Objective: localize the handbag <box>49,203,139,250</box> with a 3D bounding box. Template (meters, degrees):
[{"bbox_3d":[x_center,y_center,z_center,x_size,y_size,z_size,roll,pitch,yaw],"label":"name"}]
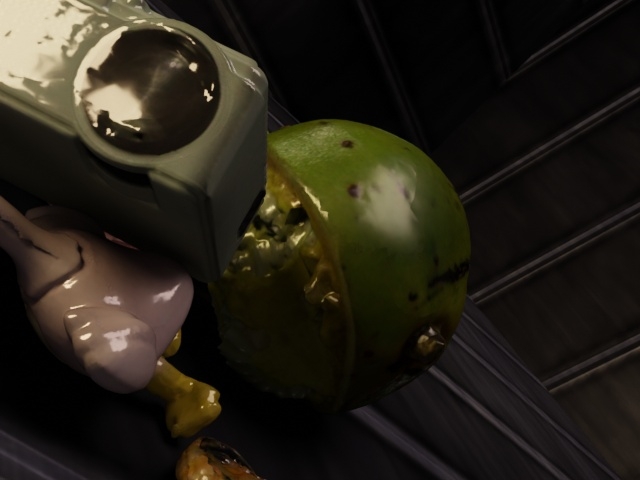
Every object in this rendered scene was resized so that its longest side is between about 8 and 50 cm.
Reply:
[{"bbox_3d":[-0.182,-0.089,0.796,0.179,0.116,0.205,47,10,14],"label":"handbag"}]

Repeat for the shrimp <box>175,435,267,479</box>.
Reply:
[{"bbox_3d":[0.018,0.210,0.558,0.262,0.066,0.117,45,9,-12],"label":"shrimp"}]

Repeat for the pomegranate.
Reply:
[{"bbox_3d":[0.000,0.000,0.808,0.260,0.260,0.341,35,20,-47],"label":"pomegranate"}]

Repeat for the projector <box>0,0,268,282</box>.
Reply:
[{"bbox_3d":[-0.157,-0.089,0.552,0.256,0.099,0.192,27,-16,5],"label":"projector"}]

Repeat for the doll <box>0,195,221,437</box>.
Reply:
[{"bbox_3d":[-0.183,-0.001,0.488,0.365,0.094,0.160,37,12,-46],"label":"doll"}]
